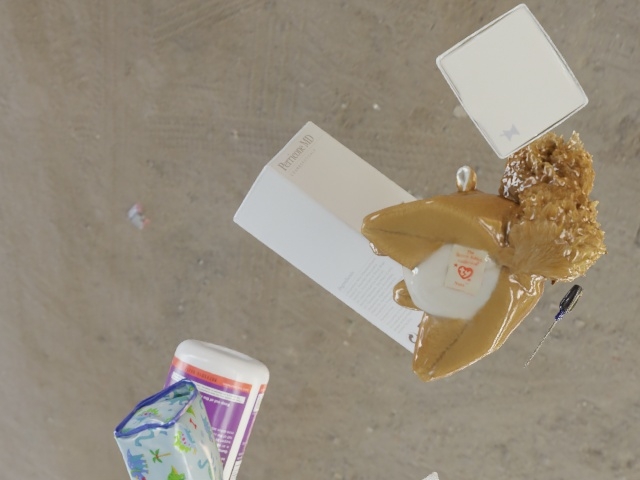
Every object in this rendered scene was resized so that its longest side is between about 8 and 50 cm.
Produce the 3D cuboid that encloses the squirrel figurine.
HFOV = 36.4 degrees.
[{"bbox_3d":[0.287,-0.007,1.616,0.397,0.370,0.281,-25,97,18],"label":"squirrel figurine"}]

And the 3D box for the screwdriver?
[{"bbox_3d":[0.388,0.144,1.638,0.024,0.170,0.025,43,174,-37],"label":"screwdriver"}]

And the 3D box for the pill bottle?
[{"bbox_3d":[-0.224,0.358,1.798,0.181,0.323,0.181,19,178,1],"label":"pill bottle"}]

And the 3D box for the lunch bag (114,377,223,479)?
[{"bbox_3d":[-0.161,0.240,1.110,0.096,0.151,0.129,-13,100,15],"label":"lunch bag"}]

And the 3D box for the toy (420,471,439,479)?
[{"bbox_3d":[0.094,0.356,0.916,0.056,0.137,0.237,-16,91,41],"label":"toy"}]

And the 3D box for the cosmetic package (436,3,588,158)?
[{"bbox_3d":[0.250,-0.205,1.295,0.129,0.296,0.153,-33,92,12],"label":"cosmetic package"}]

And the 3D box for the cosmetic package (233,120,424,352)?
[{"bbox_3d":[0.084,-0.010,1.932,0.453,0.230,0.161,36,127,0],"label":"cosmetic package"}]
